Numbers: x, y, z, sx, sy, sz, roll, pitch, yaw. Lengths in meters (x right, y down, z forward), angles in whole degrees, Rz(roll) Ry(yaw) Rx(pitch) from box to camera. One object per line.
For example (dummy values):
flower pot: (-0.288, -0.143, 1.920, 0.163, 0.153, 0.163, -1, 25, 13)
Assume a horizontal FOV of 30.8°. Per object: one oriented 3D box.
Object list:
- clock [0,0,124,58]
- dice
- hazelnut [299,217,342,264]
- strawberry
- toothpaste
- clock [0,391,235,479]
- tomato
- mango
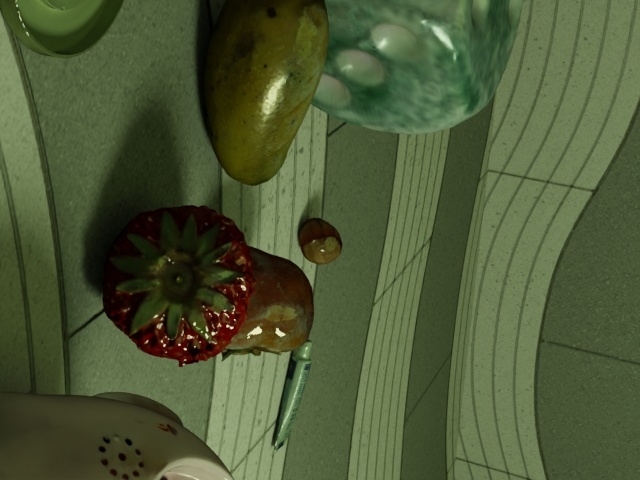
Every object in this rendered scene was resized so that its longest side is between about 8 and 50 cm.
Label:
clock: (-0.265, -0.312, 1.237, 0.235, 0.029, 0.235, 13, 90, -69)
dice: (0.118, -0.387, 1.769, 0.348, 0.328, 0.330, 71, 37, -55)
hazelnut: (0.000, 0.000, 2.064, 0.086, 0.086, 0.086, 13, 90, -70)
strawberry: (-0.176, 0.057, 1.509, 0.244, 0.205, 0.205, 102, 4, -82)
toothpaste: (-0.051, 0.286, 2.154, 0.062, 0.037, 0.216, -10, 116, -68)
clock: (-0.258, 0.313, 1.209, 0.376, 0.250, 0.368, 40, 50, -36)
tomato: (-0.087, 0.102, 1.721, 0.214, 0.155, 0.181, 19, 81, -69)
mango: (-0.084, -0.219, 1.606, 0.176, 0.175, 0.329, -4, 131, -38)
